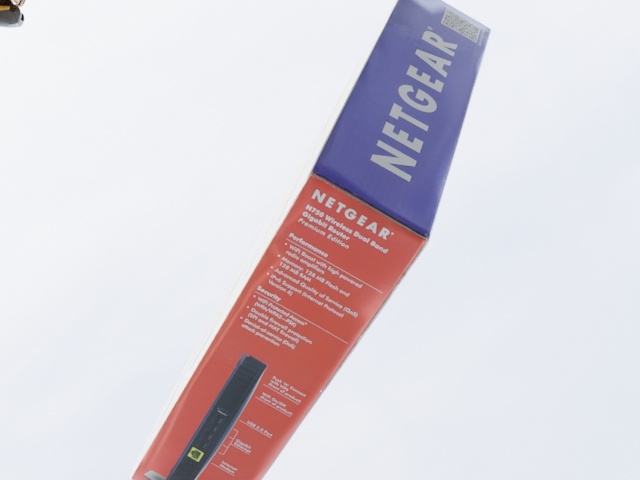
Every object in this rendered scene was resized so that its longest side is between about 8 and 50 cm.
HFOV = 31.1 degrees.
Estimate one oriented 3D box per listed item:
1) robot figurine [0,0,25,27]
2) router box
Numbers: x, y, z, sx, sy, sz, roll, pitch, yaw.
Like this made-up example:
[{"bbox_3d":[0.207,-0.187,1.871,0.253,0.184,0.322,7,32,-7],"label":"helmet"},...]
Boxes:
[{"bbox_3d":[-0.330,-0.330,1.031,0.291,0.085,0.211,39,-93,-3],"label":"robot figurine"},{"bbox_3d":[0.000,0.000,0.867,0.082,0.301,0.335,30,-145,-4],"label":"router box"}]
